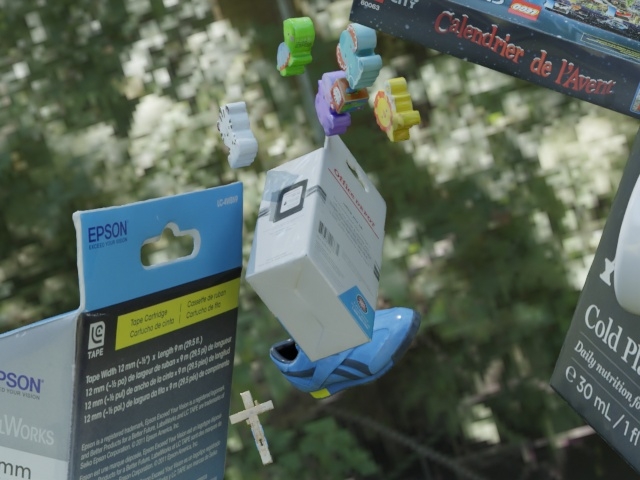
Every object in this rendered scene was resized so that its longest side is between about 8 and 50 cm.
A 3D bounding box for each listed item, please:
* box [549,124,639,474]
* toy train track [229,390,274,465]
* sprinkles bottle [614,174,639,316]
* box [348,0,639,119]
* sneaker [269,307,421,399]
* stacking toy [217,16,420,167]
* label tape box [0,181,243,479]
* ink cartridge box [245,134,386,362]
[{"bbox_3d":[0.488,0.041,1.460,0.297,0.471,0.480,6,22,-28],"label":"box"},{"bbox_3d":[-0.066,0.199,1.847,0.048,0.083,0.014,-21,-26,3],"label":"toy train track"},{"bbox_3d":[0.358,0.036,1.035,0.355,0.121,0.121,18,31,24],"label":"sprinkles bottle"},{"bbox_3d":[0.154,-0.174,1.255,0.233,0.044,0.159,20,40,8],"label":"box"},{"bbox_3d":[0.021,0.110,1.871,0.209,0.082,0.069,-28,30,49],"label":"sneaker"},{"bbox_3d":[0.022,-0.133,1.410,0.167,0.052,0.221,-11,-19,-22],"label":"stacking toy"},{"bbox_3d":[-0.173,0.129,1.385,0.115,0.347,0.249,8,11,24],"label":"label tape box"},{"bbox_3d":[0.000,0.000,1.448,0.060,0.104,0.180,-23,32,23],"label":"ink cartridge box"}]
